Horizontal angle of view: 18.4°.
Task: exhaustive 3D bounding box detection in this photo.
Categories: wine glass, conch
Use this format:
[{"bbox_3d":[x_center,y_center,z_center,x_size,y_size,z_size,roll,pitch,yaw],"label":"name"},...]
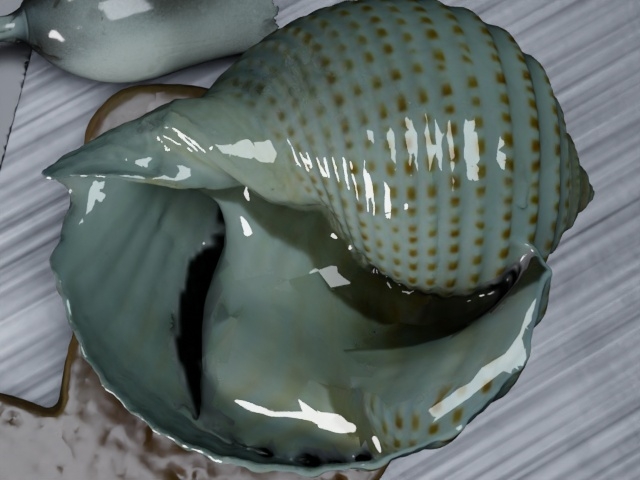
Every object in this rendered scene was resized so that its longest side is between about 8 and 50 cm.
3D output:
[{"bbox_3d":[-0.146,-0.155,1.346,0.222,0.103,0.103,-9,88,-16],"label":"wine glass"},{"bbox_3d":[0.009,0.003,1.248,0.319,0.215,0.303,-4,78,18],"label":"conch"}]

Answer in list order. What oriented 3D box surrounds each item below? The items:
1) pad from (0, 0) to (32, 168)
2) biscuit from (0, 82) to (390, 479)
[{"bbox_3d":[-0.289,-0.181,1.368,0.202,0.005,0.300,14,85,-9],"label":"pad"},{"bbox_3d":[-0.078,0.104,1.359,0.368,0.076,0.394,22,80,-8],"label":"biscuit"}]
